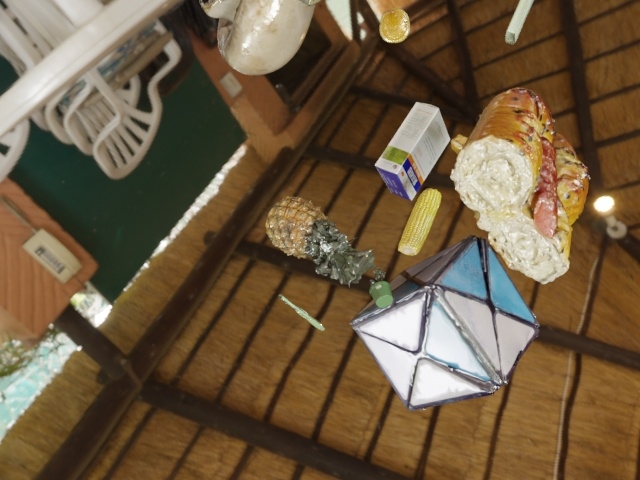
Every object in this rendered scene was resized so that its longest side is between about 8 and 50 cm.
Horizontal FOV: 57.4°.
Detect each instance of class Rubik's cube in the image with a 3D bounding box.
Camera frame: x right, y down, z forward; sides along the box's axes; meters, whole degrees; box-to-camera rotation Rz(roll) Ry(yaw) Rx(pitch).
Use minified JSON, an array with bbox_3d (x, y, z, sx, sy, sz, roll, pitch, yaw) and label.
[{"bbox_3d":[0.312,0.207,1.467,0.310,0.305,0.307,-30,-178,46],"label":"Rubik's cube"}]

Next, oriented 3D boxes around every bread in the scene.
[{"bbox_3d":[0.241,-0.698,1.903,0.110,0.110,0.024,-24,-174,29],"label":"bread"},{"bbox_3d":[0.486,-0.311,1.975,0.074,0.132,0.054,32,-85,23],"label":"bread"}]

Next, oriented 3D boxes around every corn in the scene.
[{"bbox_3d":[0.337,-0.065,1.968,0.081,0.081,0.249,0,-121,54],"label":"corn"}]

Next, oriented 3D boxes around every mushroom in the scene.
[{"bbox_3d":[-0.172,-0.606,1.467,0.362,0.294,0.363,-167,-90,-68],"label":"mushroom"}]

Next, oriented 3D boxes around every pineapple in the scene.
[{"bbox_3d":[0.000,0.001,1.192,0.128,0.128,0.248,-46,-130,-15],"label":"pineapple"}]

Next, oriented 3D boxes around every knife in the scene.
[{"bbox_3d":[-0.047,0.213,1.691,0.043,0.293,0.020,33,-98,37],"label":"knife"}]

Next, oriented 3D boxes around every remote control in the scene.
[{"bbox_3d":[0.618,-0.713,1.761,0.234,0.038,0.098,-68,163,4],"label":"remote control"}]

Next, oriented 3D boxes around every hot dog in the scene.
[{"bbox_3d":[0.479,-0.159,1.335,0.196,0.367,0.365,-21,-155,38],"label":"hot dog"}]

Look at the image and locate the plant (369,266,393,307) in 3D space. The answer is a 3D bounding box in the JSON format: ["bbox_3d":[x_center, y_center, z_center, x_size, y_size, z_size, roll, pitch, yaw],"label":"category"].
[{"bbox_3d":[0.134,0.105,1.343,0.051,0.051,0.102,-31,-141,16],"label":"plant"}]

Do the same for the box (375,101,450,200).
[{"bbox_3d":[0.347,-0.329,2.165,0.106,0.200,0.300,25,-103,34],"label":"box"}]

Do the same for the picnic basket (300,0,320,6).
[{"bbox_3d":[-0.003,-0.498,0.895,0.154,0.134,0.196,-43,159,-32],"label":"picnic basket"}]
